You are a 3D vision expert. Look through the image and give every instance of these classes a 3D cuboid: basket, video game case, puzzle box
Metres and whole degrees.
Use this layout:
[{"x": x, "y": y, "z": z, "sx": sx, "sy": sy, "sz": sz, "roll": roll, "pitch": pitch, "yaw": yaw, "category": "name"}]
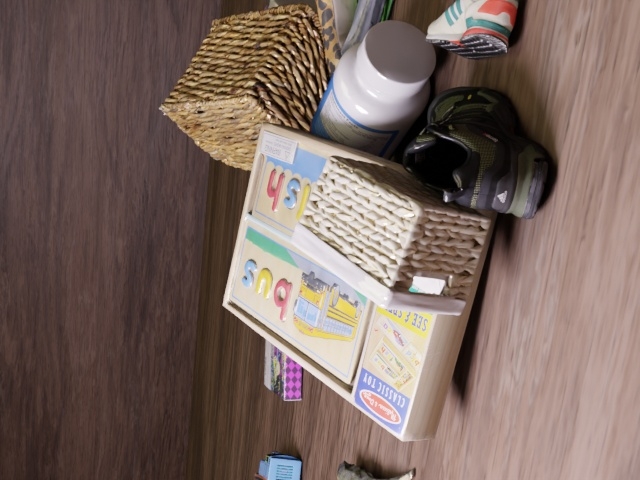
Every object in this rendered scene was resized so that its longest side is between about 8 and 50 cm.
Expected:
[{"x": -0.093, "y": -0.262, "z": 1.545, "sx": 0.299, "sy": 0.213, "sz": 0.223, "roll": 5, "pitch": 60, "yaw": 48, "category": "basket"}, {"x": -0.076, "y": 0.199, "z": 1.789, "sx": 0.210, "sy": 0.042, "sz": 0.232, "roll": 173, "pitch": 99, "yaw": -76, "category": "video game case"}, {"x": 0.068, "y": -0.009, "z": 0.852, "sx": 0.167, "sy": 0.113, "sz": 0.103, "roll": 34, "pitch": 110, "yaw": 48, "category": "basket"}, {"x": 0.022, "y": 0.027, "z": 1.047, "sx": 0.409, "sy": 0.052, "sz": 0.272, "roll": 27, "pitch": 108, "yaw": 51, "category": "puzzle box"}]

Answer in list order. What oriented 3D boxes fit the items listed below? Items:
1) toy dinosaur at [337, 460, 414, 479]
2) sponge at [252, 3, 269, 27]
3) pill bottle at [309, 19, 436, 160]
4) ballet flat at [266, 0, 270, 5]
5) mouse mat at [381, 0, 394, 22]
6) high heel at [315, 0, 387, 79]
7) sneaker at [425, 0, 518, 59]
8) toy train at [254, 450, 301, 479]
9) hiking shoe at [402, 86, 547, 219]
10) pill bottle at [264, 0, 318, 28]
[{"x": 0.060, "y": 0.365, "z": 1.190, "sx": 0.268, "sy": 0.064, "sz": 0.118, "roll": 147, "pitch": 131, "yaw": -69, "category": "toy dinosaur"}, {"x": -0.104, "y": -0.382, "z": 1.764, "sx": 0.117, "sy": 0.031, "sz": 0.210, "roll": -60, "pitch": -13, "yaw": -5, "category": "sponge"}, {"x": 0.068, "y": -0.179, "z": 1.112, "sx": 0.221, "sy": 0.124, "sz": 0.124, "roll": 124, "pitch": 146, "yaw": -62, "category": "pill bottle"}, {"x": -0.081, "y": -0.591, "z": 1.933, "sx": 0.084, "sy": 0.058, "sz": 0.250, "roll": 51, "pitch": 160, "yaw": 11, "category": "ballet flat"}, {"x": 0.081, "y": -0.371, "z": 1.333, "sx": 0.189, "sy": 0.007, "sz": 0.152, "roll": -103, "pitch": 21, "yaw": -44, "category": "mouse mat"}, {"x": 0.017, "y": -0.326, "z": 1.360, "sx": 0.261, "sy": 0.093, "sz": 0.186, "roll": -129, "pitch": 49, "yaw": -56, "category": "high heel"}, {"x": 0.163, "y": -0.235, "z": 0.907, "sx": 0.161, "sy": 0.057, "sz": 0.075, "roll": -140, "pitch": 70, "yaw": -74, "category": "sneaker"}, {"x": -0.088, "y": 0.477, "z": 1.730, "sx": 0.184, "sy": 0.080, "sz": 0.105, "roll": 140, "pitch": 140, "yaw": -74, "category": "toy train"}, {"x": 0.133, "y": -0.099, "z": 0.853, "sx": 0.227, "sy": 0.114, "sz": 0.086, "roll": -114, "pitch": 32, "yaw": -60, "category": "hiking shoe"}, {"x": -0.060, "y": -0.353, "z": 1.633, "sx": 0.229, "sy": 0.131, "sz": 0.131, "roll": 106, "pitch": 161, "yaw": -44, "category": "pill bottle"}]
